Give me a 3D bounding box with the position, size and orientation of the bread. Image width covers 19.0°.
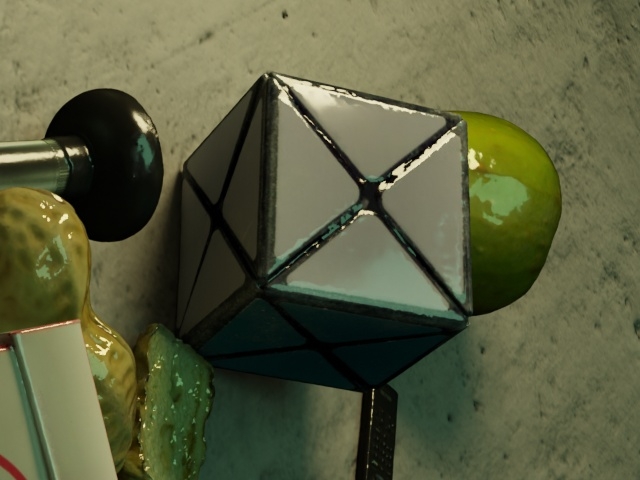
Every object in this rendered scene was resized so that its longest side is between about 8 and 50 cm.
[{"bbox_3d":[-0.170,0.194,1.957,0.128,0.088,0.232,56,28,-44],"label":"bread"}]

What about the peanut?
[{"bbox_3d":[-0.256,0.096,1.798,0.147,0.147,0.305,-44,120,-53],"label":"peanut"}]

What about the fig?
[{"bbox_3d":[0.140,-0.042,2.371,0.326,0.258,0.258,12,64,-28],"label":"fig"}]

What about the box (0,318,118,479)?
[{"bbox_3d":[-0.350,0.254,1.467,0.300,0.314,0.312,-8,83,-54],"label":"box"}]

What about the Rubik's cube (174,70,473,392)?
[{"bbox_3d":[0.000,0.000,2.061,0.259,0.260,0.255,9,64,-20],"label":"Rubik's cube"}]

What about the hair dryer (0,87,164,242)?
[{"bbox_3d":[-0.315,-0.149,1.843,0.320,0.156,0.284,5,82,-45],"label":"hair dryer"}]

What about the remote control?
[{"bbox_3d":[0.066,0.280,2.304,0.063,0.025,0.245,39,46,-41],"label":"remote control"}]
